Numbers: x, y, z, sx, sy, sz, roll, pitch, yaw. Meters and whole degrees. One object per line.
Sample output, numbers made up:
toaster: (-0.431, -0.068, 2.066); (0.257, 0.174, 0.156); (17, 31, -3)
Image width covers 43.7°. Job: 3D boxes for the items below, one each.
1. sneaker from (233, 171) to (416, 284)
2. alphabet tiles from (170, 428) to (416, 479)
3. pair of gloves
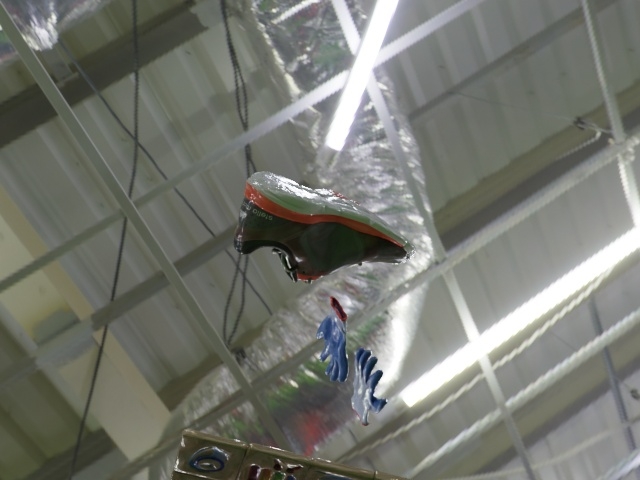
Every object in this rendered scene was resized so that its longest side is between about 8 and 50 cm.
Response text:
sneaker: (0.000, 0.000, 0.573); (0.158, 0.061, 0.065); (18, -75, -38)
alphabet tiles: (0.008, 0.214, 0.547); (0.237, 0.009, 0.198); (14, -51, -6)
pair of gloves: (0.043, 0.191, 1.219); (0.023, 0.198, 0.159); (-16, -41, -21)
